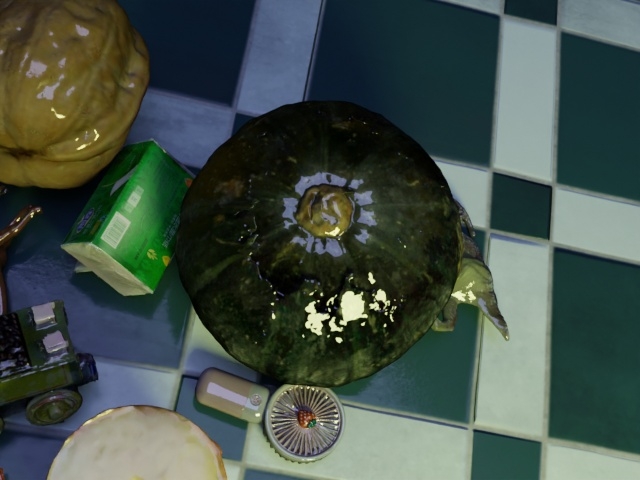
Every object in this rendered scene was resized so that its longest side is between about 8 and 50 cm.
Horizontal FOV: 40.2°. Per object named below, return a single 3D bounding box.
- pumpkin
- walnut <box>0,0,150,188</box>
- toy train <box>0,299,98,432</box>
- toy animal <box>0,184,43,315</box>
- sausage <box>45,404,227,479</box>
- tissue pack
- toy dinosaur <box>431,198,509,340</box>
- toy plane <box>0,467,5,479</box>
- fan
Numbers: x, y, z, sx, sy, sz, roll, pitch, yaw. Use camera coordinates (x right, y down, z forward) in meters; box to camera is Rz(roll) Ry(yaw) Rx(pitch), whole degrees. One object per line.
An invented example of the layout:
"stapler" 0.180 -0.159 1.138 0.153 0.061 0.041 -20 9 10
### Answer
"pumpkin" 0.000 0.000 1.362 0.455 0.344 0.454 3 75 -11
"walnut" -0.426 -0.259 1.404 0.306 0.306 0.343 21 54 -3
"toy train" -0.459 0.193 1.261 0.261 0.177 0.134 -16 51 -18
"toy animal" -0.514 0.041 1.388 0.224 0.066 0.229 30 77 7
"sausage" -0.250 0.362 1.191 0.233 0.287 0.233 5 66 -10
"tissue pack" -0.313 -0.034 1.432 0.148 0.156 0.209 43 58 -33
"toy dinosaur" 0.243 0.040 1.533 0.162 0.077 0.294 3 70 -39
"toy plane" -0.509 0.397 1.252 0.135 0.062 0.188 -18 87 -19
"fan" -0.081 0.267 1.384 0.244 0.074 0.130 20 66 -3
